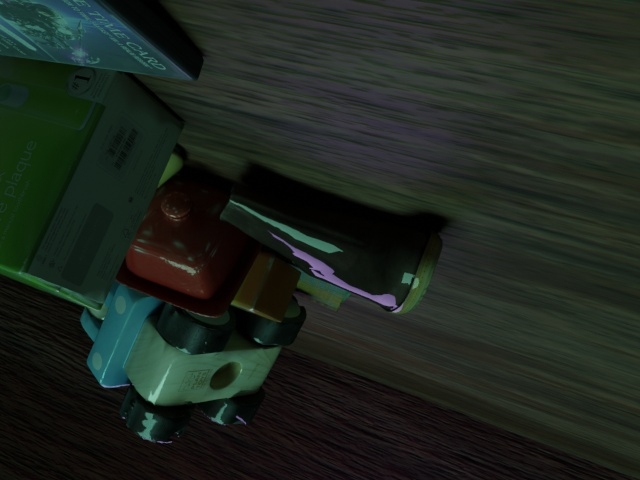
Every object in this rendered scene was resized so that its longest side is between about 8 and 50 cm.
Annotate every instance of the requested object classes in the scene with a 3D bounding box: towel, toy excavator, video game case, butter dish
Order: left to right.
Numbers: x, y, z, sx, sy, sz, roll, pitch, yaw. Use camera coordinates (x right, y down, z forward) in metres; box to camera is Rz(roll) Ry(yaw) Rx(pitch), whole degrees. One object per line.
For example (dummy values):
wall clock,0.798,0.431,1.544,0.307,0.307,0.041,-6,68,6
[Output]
video game case,-0.248,-0.179,0.678,0.274,0.026,0.196,10,170,23
toy excavator,-0.315,0.089,1.461,0.433,0.222,0.445,1,-147,-46
butter dish,-0.158,-0.015,1.080,0.160,0.160,0.118,19,152,16
towel,-0.078,0.023,1.345,0.271,0.040,0.370,23,170,2

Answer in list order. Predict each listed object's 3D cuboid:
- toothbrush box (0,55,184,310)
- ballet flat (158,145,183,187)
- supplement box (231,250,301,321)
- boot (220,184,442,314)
toothbrush box,-0.309,-0.077,0.910,0.283,0.206,0.122,17,167,30
ballet flat,-0.233,-0.078,1.089,0.080,0.073,0.232,29,167,-31
supplement box,-0.145,0.035,1.218,0.233,0.078,0.080,18,172,32
boot,0.000,0.000,0.954,0.207,0.090,0.248,23,172,-11
